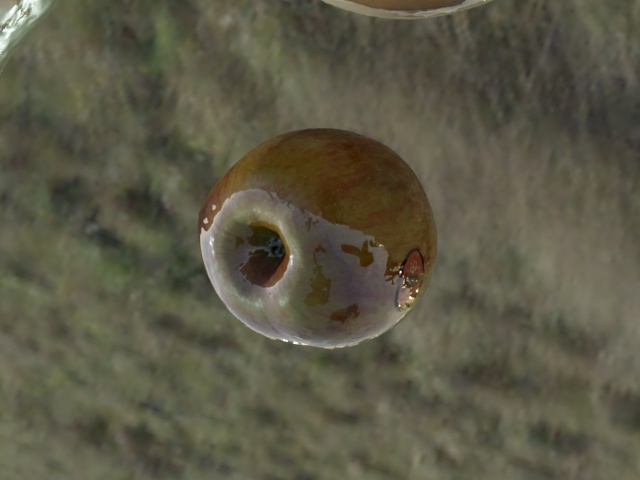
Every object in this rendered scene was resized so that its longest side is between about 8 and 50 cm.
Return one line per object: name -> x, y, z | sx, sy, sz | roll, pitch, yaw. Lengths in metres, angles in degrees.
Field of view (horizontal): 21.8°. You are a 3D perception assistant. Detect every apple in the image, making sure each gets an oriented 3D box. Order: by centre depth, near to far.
apple -> 0.000, 0.000, 1.544 | 0.211, 0.211, 0.188 | 3, -165, 41

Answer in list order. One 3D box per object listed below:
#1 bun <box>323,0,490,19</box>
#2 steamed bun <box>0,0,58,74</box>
bun -> 0.060, -0.306, 1.170 | 0.299, 0.299, 0.165 | 19, -155, 0
steamed bun -> -0.191, -0.085, 0.562 | 0.211, 0.144, 0.218 | 6, -168, 38
